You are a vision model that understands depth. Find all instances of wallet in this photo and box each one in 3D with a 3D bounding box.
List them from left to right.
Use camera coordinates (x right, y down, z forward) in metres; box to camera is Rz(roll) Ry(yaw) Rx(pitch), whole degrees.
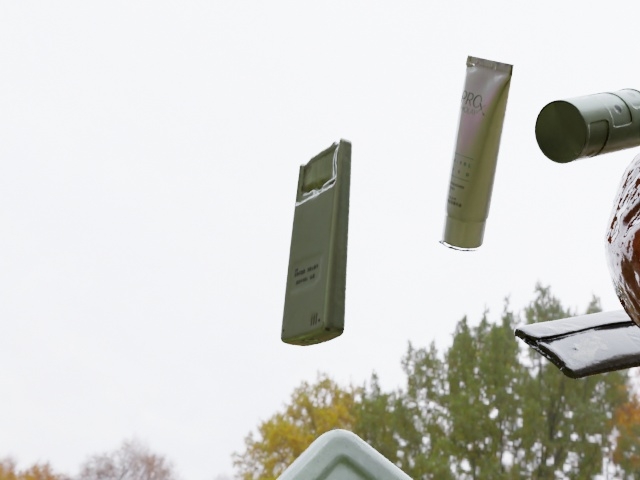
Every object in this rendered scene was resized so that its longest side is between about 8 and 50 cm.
[{"bbox_3d":[0.555,0.197,1.452,0.321,0.170,0.044,-2,-61,-29],"label":"wallet"}]

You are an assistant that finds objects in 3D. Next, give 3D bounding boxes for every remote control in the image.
[{"bbox_3d":[0.000,0.000,1.008,0.038,0.285,0.123,17,-25,-28],"label":"remote control"}]

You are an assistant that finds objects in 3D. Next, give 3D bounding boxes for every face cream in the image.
[{"bbox_3d":[0.197,-0.106,0.931,0.058,0.092,0.243,-5,-68,-25],"label":"face cream"}]

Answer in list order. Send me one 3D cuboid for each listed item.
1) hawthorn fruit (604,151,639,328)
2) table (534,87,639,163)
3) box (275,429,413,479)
[{"bbox_3d":[0.336,0.008,0.606,0.224,0.261,0.224,7,-79,37],"label":"hawthorn fruit"},{"bbox_3d":[0.548,-0.230,1.458,0.126,0.220,0.126,31,-53,51],"label":"table"},{"bbox_3d":[-0.025,0.338,0.716,0.175,0.312,0.182,34,-38,26],"label":"box"}]
